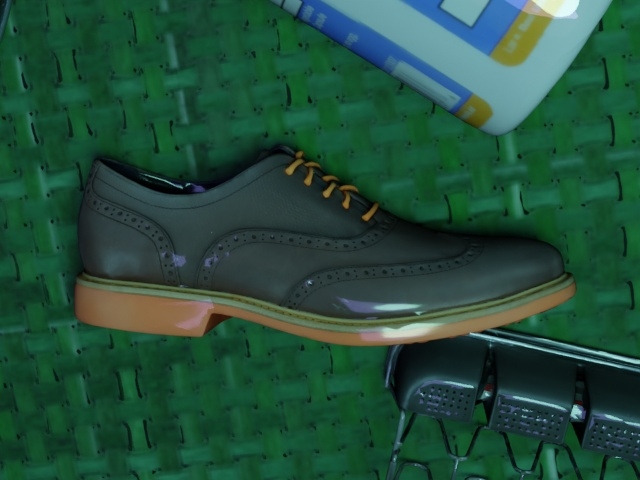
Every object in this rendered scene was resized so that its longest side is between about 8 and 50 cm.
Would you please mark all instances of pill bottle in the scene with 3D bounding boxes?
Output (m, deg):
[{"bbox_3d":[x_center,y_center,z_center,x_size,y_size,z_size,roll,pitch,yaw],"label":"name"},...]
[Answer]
[{"bbox_3d":[0.014,-0.181,0.756,0.272,0.152,0.152,32,104,-3],"label":"pill bottle"}]

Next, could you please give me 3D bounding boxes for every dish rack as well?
[{"bbox_3d":[0.115,0.195,0.880,0.208,0.074,0.271,13,106,3],"label":"dish rack"}]

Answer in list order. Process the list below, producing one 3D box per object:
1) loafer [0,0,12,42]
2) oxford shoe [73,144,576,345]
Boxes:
[{"bbox_3d":[-0.257,-0.069,0.841,0.096,0.084,0.267,38,104,-4],"label":"loafer"},{"bbox_3d":[0.000,0.000,0.831,0.271,0.097,0.098,1,98,5],"label":"oxford shoe"}]
